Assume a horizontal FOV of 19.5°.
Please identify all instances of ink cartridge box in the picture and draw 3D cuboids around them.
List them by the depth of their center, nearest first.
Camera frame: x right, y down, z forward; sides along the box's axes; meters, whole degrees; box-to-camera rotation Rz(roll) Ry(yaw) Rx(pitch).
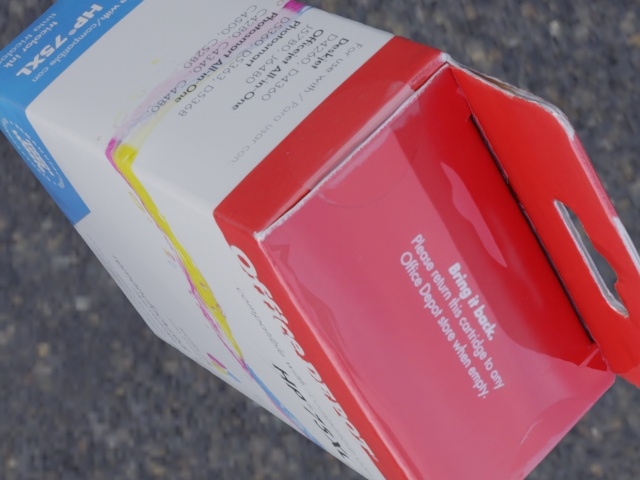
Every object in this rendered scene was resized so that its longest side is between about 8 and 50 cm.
[{"bbox_3d":[0.000,0.000,0.573,0.078,0.231,0.134,-43,126,-15],"label":"ink cartridge box"}]
